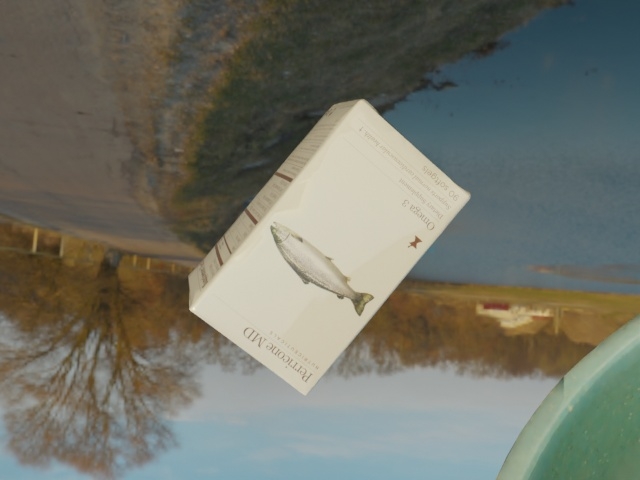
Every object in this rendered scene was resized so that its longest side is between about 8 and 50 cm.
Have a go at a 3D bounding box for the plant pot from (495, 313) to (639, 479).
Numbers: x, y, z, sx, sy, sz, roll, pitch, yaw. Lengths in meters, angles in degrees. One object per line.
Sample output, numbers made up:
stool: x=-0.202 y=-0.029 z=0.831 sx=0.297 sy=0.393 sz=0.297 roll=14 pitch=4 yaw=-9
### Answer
plant pot: x=0.280 y=0.225 z=0.286 sx=0.341 sy=0.341 sz=0.334 roll=0 pitch=136 yaw=42

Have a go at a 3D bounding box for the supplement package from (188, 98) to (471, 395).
supplement package: x=0.000 y=0.000 z=0.512 sx=0.105 sy=0.179 sz=0.105 roll=39 pitch=180 yaw=-14
